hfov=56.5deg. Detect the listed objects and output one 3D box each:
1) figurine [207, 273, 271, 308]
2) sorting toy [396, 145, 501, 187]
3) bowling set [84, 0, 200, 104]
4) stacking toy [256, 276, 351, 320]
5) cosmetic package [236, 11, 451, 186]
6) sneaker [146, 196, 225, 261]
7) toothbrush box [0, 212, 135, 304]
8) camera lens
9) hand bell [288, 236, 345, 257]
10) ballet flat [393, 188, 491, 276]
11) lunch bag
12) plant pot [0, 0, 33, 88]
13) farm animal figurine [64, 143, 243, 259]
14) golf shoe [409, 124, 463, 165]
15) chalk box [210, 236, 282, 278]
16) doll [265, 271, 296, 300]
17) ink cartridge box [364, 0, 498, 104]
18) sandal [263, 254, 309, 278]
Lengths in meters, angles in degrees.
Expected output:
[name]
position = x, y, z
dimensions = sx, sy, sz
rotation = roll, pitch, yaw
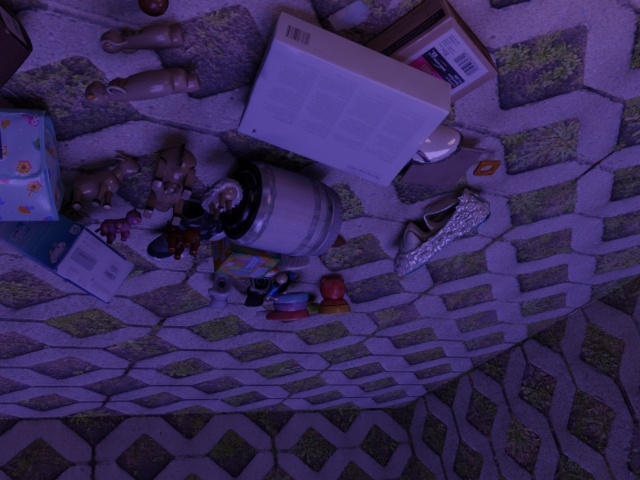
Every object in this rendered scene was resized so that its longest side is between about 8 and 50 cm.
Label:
[figurine]
position = -0.291, 0.189, 2.094
dimensions = 0.215, 0.092, 0.209
rotation = -2, 153, -14
[sorting toy]
position = 0.335, -0.217, 1.661
dimensions = 0.348, 0.047, 0.196
rotation = 3, 151, -23
[bowling set]
position = -0.338, -0.357, 1.110
dimensions = 0.154, 0.199, 0.287
rotation = -8, -168, 3
[stacking toy]
position = -0.075, 0.210, 2.190
dimensions = 0.309, 0.130, 0.280
rotation = -3, 178, -35
[cosmetic package]
position = 0.041, -0.282, 1.272
dimensions = 0.378, 0.097, 0.284
rotation = 19, 145, -13
[sneaker]
position = -0.389, -0.038, 1.660
dimensions = 0.269, 0.101, 0.153
rotation = -23, 148, 7
[toothbrush box]
position = -0.648, 0.016, 1.476
dimensions = 0.296, 0.126, 0.216
rotation = 21, 161, 27
[camera lens]
position = -0.107, -0.078, 1.566
dimensions = 0.274, 0.219, 0.219
rotation = 13, 142, -36
[hand bell]
position = 0.000, 0.000, 1.876
dimensions = 0.126, 0.126, 0.242
rotation = -34, 154, 33
[ballet flat]
position = 0.359, -0.036, 1.925
dimensions = 0.147, 0.146, 0.409
rotation = 17, 136, -40
[lunch bag]
position = -0.684, -0.171, 1.277
dimensions = 0.224, 0.160, 0.262
rotation = 0, 137, -13
[plant pot]
position = -0.630, -0.320, 1.024
dimensions = 0.231, 0.215, 0.215
rotation = -29, 149, 0
[farm animal figurine]
position = -0.401, -0.120, 1.448
dimensions = 0.330, 0.172, 0.327
rotation = 29, 130, -31
[golf shoe]
position = 0.203, -0.251, 1.422
dimensions = 0.273, 0.105, 0.120
rotation = 5, 158, 11
[chalk box]
position = -0.204, 0.026, 1.797
dimensions = 0.213, 0.132, 0.132
rotation = 9, 144, -33
[doll]
position = -0.132, 0.149, 1.939
dimensions = 0.129, 0.046, 0.189
rotation = -38, 169, -20
[ink cartridge box]
position = 0.244, -0.391, 1.293
dimensions = 0.193, 0.088, 0.235
rotation = -31, 145, 28
[sandal]
position = -0.164, 0.081, 1.933
dimensions = 0.265, 0.101, 0.076
rotation = 1, 147, -25
